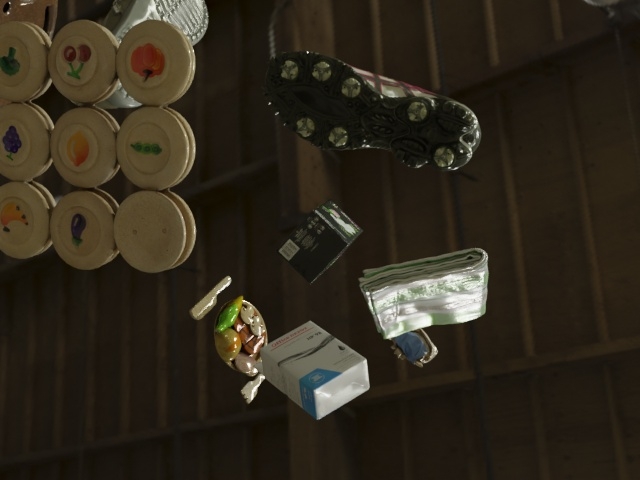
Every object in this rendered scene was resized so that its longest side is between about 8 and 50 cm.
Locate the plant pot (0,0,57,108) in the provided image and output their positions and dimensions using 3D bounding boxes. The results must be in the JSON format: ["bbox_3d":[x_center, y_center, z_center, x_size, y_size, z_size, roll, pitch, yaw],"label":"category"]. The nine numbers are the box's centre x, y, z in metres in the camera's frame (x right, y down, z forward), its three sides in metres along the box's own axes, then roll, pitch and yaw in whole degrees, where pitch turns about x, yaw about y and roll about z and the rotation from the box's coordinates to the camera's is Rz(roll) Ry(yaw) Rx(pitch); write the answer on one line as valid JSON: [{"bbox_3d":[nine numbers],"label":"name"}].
[{"bbox_3d":[-0.260,-0.152,0.567,0.165,0.167,0.167,22,-86,10],"label":"plant pot"}]

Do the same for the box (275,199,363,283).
[{"bbox_3d":[0.000,0.000,0.991,0.052,0.083,0.062,44,-73,3],"label":"box"}]

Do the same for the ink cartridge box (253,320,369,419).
[{"bbox_3d":[-0.022,0.190,1.469,0.180,0.104,0.060,30,-43,46],"label":"ink cartridge box"}]

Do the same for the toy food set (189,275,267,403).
[{"bbox_3d":[-0.129,0.161,1.588,0.038,0.132,0.192,-15,-67,38],"label":"toy food set"}]

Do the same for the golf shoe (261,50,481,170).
[{"bbox_3d":[0.061,-0.155,1.152,0.272,0.120,0.105,22,-72,11],"label":"golf shoe"}]

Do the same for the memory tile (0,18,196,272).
[{"bbox_3d":[-0.124,-0.044,0.435,0.148,0.012,0.113,5,-81,21],"label":"memory tile"}]

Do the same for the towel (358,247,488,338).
[{"bbox_3d":[0.099,0.054,0.871,0.113,0.152,0.023,-12,-115,5],"label":"towel"}]

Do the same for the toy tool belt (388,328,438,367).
[{"bbox_3d":[0.128,0.149,1.387,0.083,0.051,0.052,43,-59,16],"label":"toy tool belt"}]

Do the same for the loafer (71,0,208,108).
[{"bbox_3d":[-0.195,-0.218,0.990,0.087,0.094,0.251,-11,-148,26],"label":"loafer"}]
